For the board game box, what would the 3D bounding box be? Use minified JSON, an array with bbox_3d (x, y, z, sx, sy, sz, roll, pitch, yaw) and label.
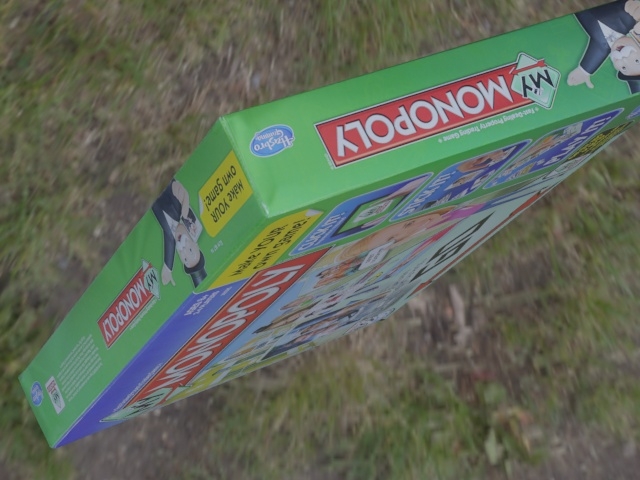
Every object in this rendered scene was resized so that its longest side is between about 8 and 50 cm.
[{"bbox_3d":[0.000,0.000,0.819,0.213,0.317,0.046,-20,78,-29],"label":"board game box"}]
